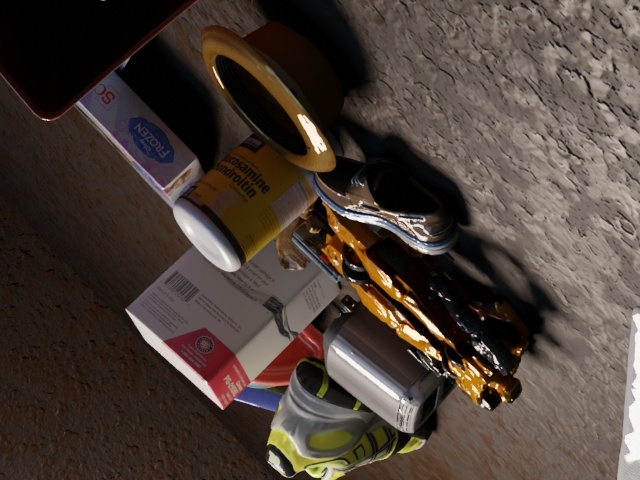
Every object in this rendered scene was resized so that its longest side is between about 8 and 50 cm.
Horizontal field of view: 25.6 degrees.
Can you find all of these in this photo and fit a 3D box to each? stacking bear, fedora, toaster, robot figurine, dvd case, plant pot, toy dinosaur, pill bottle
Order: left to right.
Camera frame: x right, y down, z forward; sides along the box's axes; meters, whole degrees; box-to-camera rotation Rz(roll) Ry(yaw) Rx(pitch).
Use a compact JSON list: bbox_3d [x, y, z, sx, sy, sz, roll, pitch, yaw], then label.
[{"bbox_3d":[-0.252,-0.300,1.386,0.267,0.267,0.236,50,176,-10],"label":"plant pot"},{"bbox_3d":[-0.065,-0.059,1.557,0.103,0.184,0.103,42,163,16],"label":"pill bottle"},{"bbox_3d":[-0.085,0.147,2.147,0.289,0.164,0.175,103,146,-82],"label":"stacking bear"},{"bbox_3d":[-0.036,-0.159,1.441,0.194,0.079,0.194,41,164,15],"label":"fedora"},{"bbox_3d":[-0.036,-0.059,1.672,0.064,0.112,0.211,32,-146,-28],"label":"toy dinosaur"},{"bbox_3d":[0.000,0.000,1.740,0.119,0.013,0.087,44,-153,13],"label":"dvd case"},{"bbox_3d":[0.092,0.141,1.732,0.146,0.129,0.227,39,163,15],"label":"toaster"},{"bbox_3d":[0.120,0.063,1.554,0.291,0.085,0.211,43,164,16],"label":"robot figurine"}]

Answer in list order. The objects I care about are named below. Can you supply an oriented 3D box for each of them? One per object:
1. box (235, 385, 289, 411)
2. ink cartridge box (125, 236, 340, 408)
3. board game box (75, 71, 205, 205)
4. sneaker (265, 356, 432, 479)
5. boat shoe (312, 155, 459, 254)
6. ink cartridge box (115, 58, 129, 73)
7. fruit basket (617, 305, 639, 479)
[{"bbox_3d":[-0.021,0.253,2.194,0.225,0.036,0.136,12,-179,23],"label":"box"},{"bbox_3d":[-0.115,0.080,1.919,0.172,0.237,0.100,38,164,28],"label":"ink cartridge box"},{"bbox_3d":[-0.286,-0.177,1.953,0.318,0.066,0.318,46,175,6],"label":"board game box"},{"bbox_3d":[0.031,0.258,1.969,0.145,0.147,0.385,38,-174,29],"label":"sneaker"},{"bbox_3d":[0.066,-0.054,1.470,0.183,0.066,0.066,26,150,29],"label":"boat shoe"},{"bbox_3d":[-0.308,-0.362,1.679,0.307,0.072,0.303,44,164,-7],"label":"ink cartridge box"},{"bbox_3d":[0.399,0.246,1.230,0.327,0.165,0.353,35,144,34],"label":"fruit basket"}]
